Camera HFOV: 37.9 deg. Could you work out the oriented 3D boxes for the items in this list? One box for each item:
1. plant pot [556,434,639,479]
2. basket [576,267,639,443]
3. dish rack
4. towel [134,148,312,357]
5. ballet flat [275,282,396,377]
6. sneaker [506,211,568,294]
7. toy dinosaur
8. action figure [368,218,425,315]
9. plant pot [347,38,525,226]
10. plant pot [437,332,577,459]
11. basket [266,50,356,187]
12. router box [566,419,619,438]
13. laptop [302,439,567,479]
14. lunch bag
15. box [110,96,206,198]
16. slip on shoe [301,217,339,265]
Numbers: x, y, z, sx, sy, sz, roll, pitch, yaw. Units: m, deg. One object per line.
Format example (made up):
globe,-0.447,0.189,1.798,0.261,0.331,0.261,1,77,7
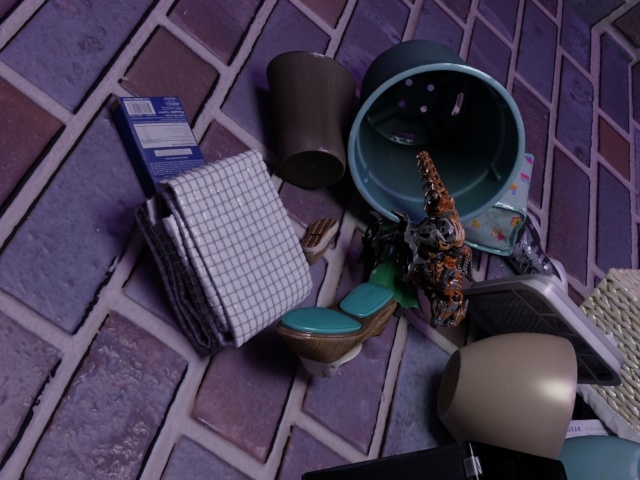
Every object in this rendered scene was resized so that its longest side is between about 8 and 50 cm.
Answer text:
plant pot,0.550,0.480,1.712,0.290,0.195,0.290,21,50,-28
basket,0.738,0.259,2.056,0.328,0.266,0.331,3,38,-45
dish rack,0.443,0.169,1.870,0.285,0.333,0.072,45,71,-9
towel,-0.158,0.015,1.519,0.235,0.121,0.284,-31,99,-49
ballet flat,0.027,0.165,1.610,0.116,0.124,0.342,20,18,22
sneaker,0.465,0.041,2.164,0.153,0.101,0.269,9,50,-40
toy dinosaur,0.200,0.005,1.782,0.218,0.164,0.322,-4,68,-32
action figure,0.150,0.036,1.877,0.137,0.063,0.232,27,50,-26
plant pot,0.216,-0.249,1.930,0.341,0.341,0.334,37,20,-19
plant pot,0.327,0.292,1.734,0.191,0.284,0.284,16,47,-3
basket,-0.016,-0.230,1.849,0.204,0.154,0.227,25,51,-36
router box,0.593,0.527,1.937,0.335,0.082,0.301,9,56,-41
laptop,0.218,0.536,1.454,0.408,0.236,0.382,20,50,-38
lunch bag,0.326,-0.107,2.081,0.262,0.160,0.223,13,45,5
box,-0.265,-0.146,1.620,0.136,0.036,0.225,-9,69,-48
slip on shoe,0.000,0.000,1.776,0.135,0.051,0.041,-59,147,-57
